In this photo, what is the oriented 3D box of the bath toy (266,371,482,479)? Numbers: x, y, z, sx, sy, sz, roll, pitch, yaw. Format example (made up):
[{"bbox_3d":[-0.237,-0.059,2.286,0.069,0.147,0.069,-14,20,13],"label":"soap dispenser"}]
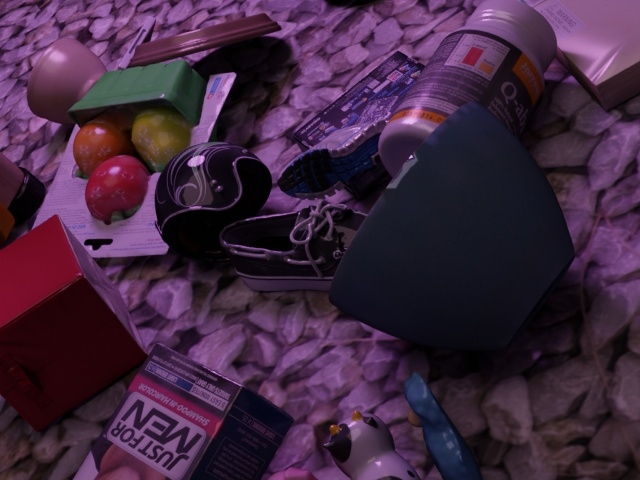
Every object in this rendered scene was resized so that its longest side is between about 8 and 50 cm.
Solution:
[{"bbox_3d":[-0.004,0.289,1.268,0.348,0.129,0.151,-36,38,-2],"label":"bath toy"}]

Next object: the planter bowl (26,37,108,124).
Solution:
[{"bbox_3d":[-0.453,-0.282,2.207,0.109,0.162,0.162,28,65,20],"label":"planter bowl"}]

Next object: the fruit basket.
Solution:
[{"bbox_3d":[-0.311,-0.117,1.945,0.327,0.165,0.353,-3,62,33],"label":"fruit basket"}]

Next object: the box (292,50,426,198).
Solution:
[{"bbox_3d":[0.088,-0.179,1.774,0.220,0.051,0.175,-39,38,-8],"label":"box"}]

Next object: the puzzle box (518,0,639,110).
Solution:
[{"bbox_3d":[0.440,-0.367,1.728,0.272,0.052,0.409,-30,37,5],"label":"puzzle box"}]

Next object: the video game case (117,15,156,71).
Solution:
[{"bbox_3d":[-0.352,-0.317,2.183,0.157,0.019,0.143,120,173,-53],"label":"video game case"}]

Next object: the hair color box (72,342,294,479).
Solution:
[{"bbox_3d":[-0.197,0.307,1.344,0.173,0.105,0.347,18,73,44],"label":"hair color box"}]

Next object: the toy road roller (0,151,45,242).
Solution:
[{"bbox_3d":[-0.654,-0.060,1.984,0.329,0.202,0.241,4,60,37],"label":"toy road roller"}]

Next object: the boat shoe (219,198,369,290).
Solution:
[{"bbox_3d":[0.001,-0.003,1.600,0.306,0.105,0.113,-1,48,35],"label":"boat shoe"}]

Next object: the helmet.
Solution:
[{"bbox_3d":[-0.158,-0.066,1.740,0.169,0.169,0.162,-15,46,22],"label":"helmet"}]

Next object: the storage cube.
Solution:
[{"bbox_3d":[-0.389,0.117,1.686,0.193,0.184,0.215,-34,37,-4],"label":"storage cube"}]

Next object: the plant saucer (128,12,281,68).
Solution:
[{"bbox_3d":[-0.205,-0.352,2.072,0.277,0.041,0.278,-14,10,2],"label":"plant saucer"}]

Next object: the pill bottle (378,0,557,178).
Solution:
[{"bbox_3d":[0.208,-0.192,1.611,0.162,0.162,0.278,8,54,41],"label":"pill bottle"}]

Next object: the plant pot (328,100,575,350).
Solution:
[{"bbox_3d":[0.175,0.013,1.359,0.195,0.290,0.290,36,70,13],"label":"plant pot"}]

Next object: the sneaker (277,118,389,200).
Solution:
[{"bbox_3d":[0.015,-0.114,1.657,0.190,0.071,0.083,-27,23,-24],"label":"sneaker"}]

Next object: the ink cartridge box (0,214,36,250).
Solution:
[{"bbox_3d":[-0.601,0.004,2.072,0.223,0.045,0.224,-30,37,3],"label":"ink cartridge box"}]
